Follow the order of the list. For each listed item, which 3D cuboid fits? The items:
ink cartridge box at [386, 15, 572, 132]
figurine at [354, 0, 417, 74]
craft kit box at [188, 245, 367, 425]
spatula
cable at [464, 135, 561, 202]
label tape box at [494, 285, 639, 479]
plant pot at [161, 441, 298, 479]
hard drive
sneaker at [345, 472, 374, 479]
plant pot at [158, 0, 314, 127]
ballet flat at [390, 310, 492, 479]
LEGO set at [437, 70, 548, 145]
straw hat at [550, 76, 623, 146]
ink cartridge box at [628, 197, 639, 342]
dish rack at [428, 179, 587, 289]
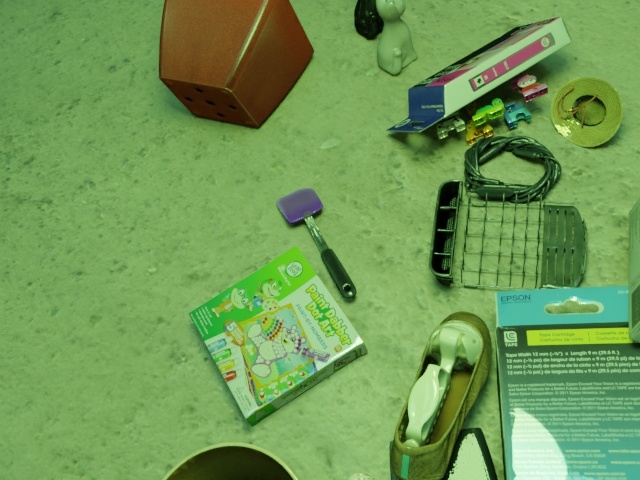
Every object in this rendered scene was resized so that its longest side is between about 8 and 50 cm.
[{"bbox_3d":[0.307,-0.332,1.444,0.371,0.069,0.176,-33,17,-9],"label":"ink cartridge box"},{"bbox_3d":[0.133,-0.506,1.565,0.092,0.209,0.214,-24,58,-1],"label":"figurine"},{"bbox_3d":[-0.082,0.169,1.313,0.247,0.061,0.250,-31,58,-9],"label":"craft kit box"},{"bbox_3d":[0.000,0.000,1.404,0.084,0.030,0.296,-26,57,-5],"label":"spatula"},{"bbox_3d":[0.376,-0.143,1.397,0.185,0.047,0.150,1,56,17],"label":"cable"},{"bbox_3d":[0.408,0.247,1.116,0.249,0.115,0.347,-3,54,12],"label":"label tape box"},{"bbox_3d":[-0.103,0.443,1.037,0.237,0.254,0.237,-6,60,10],"label":"plant pot"},{"bbox_3d":[0.197,0.420,1.096,0.172,0.054,0.254,-11,58,7],"label":"hard drive"},{"bbox_3d":[0.078,0.395,1.116,0.134,0.051,0.070,-28,37,43],"label":"sneaker"},{"bbox_3d":[-0.203,-0.403,1.572,0.267,0.267,0.235,13,76,20],"label":"plant pot"},{"bbox_3d":[0.193,0.220,1.134,0.116,0.124,0.342,12,51,27],"label":"ballet flat"},{"bbox_3d":[0.338,-0.270,1.455,0.227,0.087,0.093,-22,54,7],"label":"LEGO set"},{"bbox_3d":[0.536,-0.258,1.406,0.144,0.144,0.061,39,35,29],"label":"straw hat"},{"bbox_3d":[0.615,0.070,1.130,0.239,0.060,0.275,17,51,4],"label":"ink cartridge box"},{"bbox_3d":[0.344,-0.004,1.300,0.272,0.074,0.208,4,62,15],"label":"dish rack"}]
